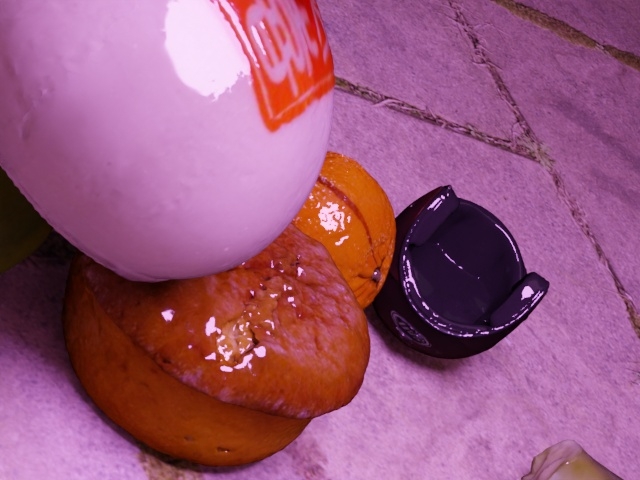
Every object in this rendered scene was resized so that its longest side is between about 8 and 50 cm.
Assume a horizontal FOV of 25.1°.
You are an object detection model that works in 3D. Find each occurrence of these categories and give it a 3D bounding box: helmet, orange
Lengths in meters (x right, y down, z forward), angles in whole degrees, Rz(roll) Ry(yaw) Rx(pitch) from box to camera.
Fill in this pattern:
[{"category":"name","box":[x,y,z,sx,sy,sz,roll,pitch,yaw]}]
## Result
[{"category":"helmet","box":[0.153,0.041,1.684,0.189,0.193,0.216,44,40,-2]},{"category":"orange","box":[0.000,0.000,1.563,0.161,0.193,0.193,13,18,26]}]

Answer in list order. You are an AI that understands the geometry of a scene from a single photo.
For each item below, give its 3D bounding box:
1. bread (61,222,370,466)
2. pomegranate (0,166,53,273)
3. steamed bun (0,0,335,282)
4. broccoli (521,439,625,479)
[{"category":"bread","box":[-0.104,0.074,1.366,0.312,0.172,0.312,26,31,-17]},{"category":"pomegranate","box":[-0.354,-0.092,1.217,0.302,0.236,0.236,44,25,-30]},{"category":"steamed bun","box":[-0.124,-0.158,1.175,0.374,0.241,0.374,50,23,-31]},{"category":"broccoli","box":[0.447,0.342,1.664,0.397,0.275,0.353,31,5,24]}]
